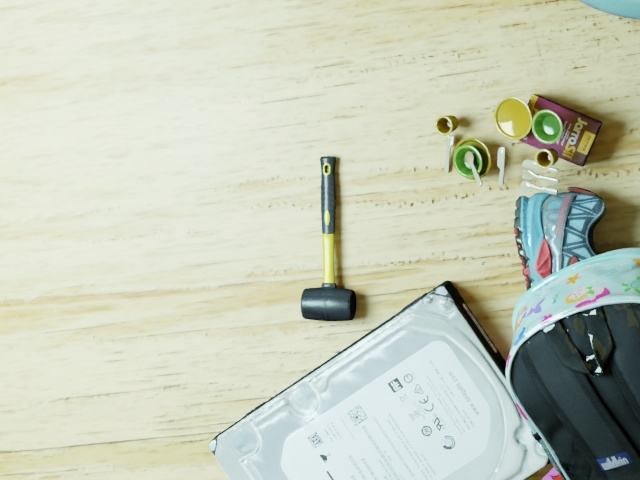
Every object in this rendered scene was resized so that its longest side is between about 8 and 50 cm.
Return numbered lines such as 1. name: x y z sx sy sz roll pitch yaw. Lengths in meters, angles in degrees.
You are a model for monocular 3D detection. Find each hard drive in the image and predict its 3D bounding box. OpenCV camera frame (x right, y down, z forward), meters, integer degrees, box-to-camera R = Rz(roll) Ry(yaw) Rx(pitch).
1. hard drive: 0.071 0.234 1.874 0.339 0.064 0.237 -34 88 14

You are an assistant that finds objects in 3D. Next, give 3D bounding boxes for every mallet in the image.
1. mallet: 0.000 0.000 1.881 0.062 0.039 0.190 -7 90 14

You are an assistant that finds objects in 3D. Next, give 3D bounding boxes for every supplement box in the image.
1. supplement box: 0.261 -0.121 1.806 0.083 0.043 0.055 23 100 8

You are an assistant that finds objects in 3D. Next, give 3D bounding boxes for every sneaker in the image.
1. sneaker: 0.291 0.070 1.791 0.125 0.104 0.262 -12 94 10

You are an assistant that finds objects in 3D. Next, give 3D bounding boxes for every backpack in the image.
1. backpack: 0.311 0.130 1.643 0.225 0.191 0.253 -26 118 28

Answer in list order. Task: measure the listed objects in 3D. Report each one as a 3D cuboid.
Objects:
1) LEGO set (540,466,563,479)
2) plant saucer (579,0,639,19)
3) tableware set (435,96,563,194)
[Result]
1. LEGO set: 0.359 0.229 1.786 0.227 0.087 0.093 -48 45 10
2. plant saucer: 0.355 -0.392 1.730 0.317 0.043 0.318 -1 86 13
3. tableware set: 0.194 -0.107 1.795 0.154 0.024 0.104 15 112 34
